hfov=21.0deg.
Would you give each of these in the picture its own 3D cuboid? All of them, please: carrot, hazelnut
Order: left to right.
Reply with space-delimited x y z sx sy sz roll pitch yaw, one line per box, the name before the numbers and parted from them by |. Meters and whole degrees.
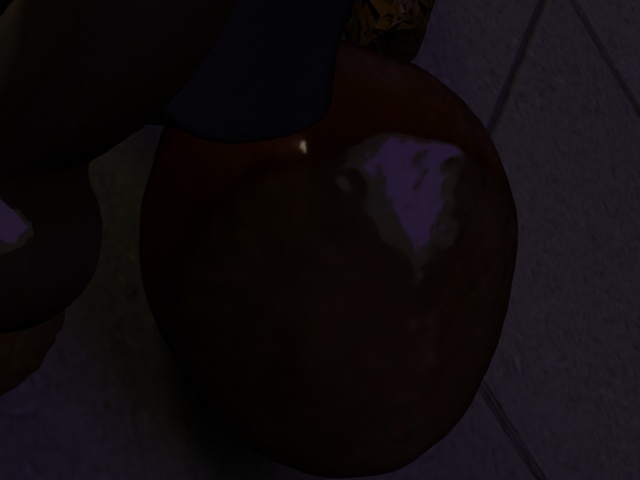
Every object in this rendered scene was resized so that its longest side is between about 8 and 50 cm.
hazelnut | 0.000 0.000 0.825 0.176 0.214 0.214 -8 71 -13
carrot | 0.033 -0.219 1.097 0.069 0.069 0.229 21 53 -44

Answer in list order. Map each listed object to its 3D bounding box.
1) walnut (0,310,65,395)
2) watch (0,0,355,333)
walnut | -0.159 0.013 0.679 0.124 0.105 0.105 43 40 -41
watch | -0.135 -0.171 0.648 0.335 0.314 0.327 21 18 5
